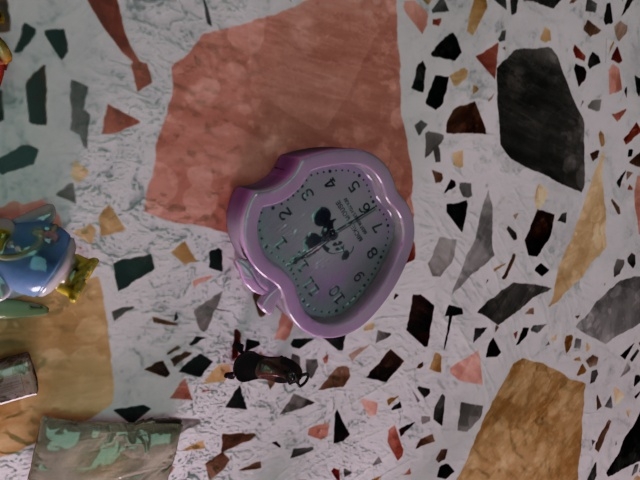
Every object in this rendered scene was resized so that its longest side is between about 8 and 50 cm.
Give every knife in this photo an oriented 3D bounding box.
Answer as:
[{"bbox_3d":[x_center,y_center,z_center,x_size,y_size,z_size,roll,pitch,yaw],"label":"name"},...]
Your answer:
[{"bbox_3d":[-0.512,0.081,0.803,0.293,0.020,0.043,11,61,-47],"label":"knife"}]

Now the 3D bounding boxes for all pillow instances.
[{"bbox_3d":[-0.351,0.357,0.975,0.230,0.050,0.148,11,91,-27],"label":"pillow"}]

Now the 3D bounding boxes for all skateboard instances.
[{"bbox_3d":[-0.090,0.231,1.070,0.151,0.080,0.067,17,86,-32],"label":"skateboard"}]

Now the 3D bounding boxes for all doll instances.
[{"bbox_3d":[-0.435,0.005,0.825,0.241,0.098,0.135,33,105,-32],"label":"doll"}]

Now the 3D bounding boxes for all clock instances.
[{"bbox_3d":[0.000,0.000,1.058,0.339,0.102,0.338,-6,104,-26],"label":"clock"}]

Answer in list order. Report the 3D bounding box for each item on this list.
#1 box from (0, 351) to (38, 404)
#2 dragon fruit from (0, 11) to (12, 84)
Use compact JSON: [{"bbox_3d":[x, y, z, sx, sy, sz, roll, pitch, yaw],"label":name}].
[{"bbox_3d":[-0.472,0.208,0.878,0.098,0.045,0.062,-15,107,-24],"label":"box"},{"bbox_3d":[-0.471,-0.204,0.750,0.150,0.133,0.207,27,105,-5],"label":"dragon fruit"}]
